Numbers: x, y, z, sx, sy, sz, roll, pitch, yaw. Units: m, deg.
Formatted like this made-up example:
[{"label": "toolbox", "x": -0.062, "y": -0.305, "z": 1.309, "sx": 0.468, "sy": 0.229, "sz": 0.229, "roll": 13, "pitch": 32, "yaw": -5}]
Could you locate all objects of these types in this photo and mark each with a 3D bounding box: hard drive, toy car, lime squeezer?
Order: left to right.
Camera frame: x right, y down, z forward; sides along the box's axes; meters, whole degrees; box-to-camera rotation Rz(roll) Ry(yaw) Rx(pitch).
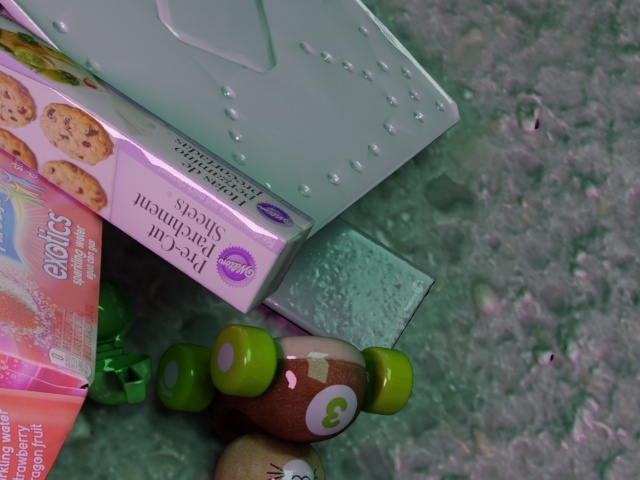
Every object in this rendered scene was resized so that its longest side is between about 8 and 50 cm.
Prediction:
[{"label": "lime squeezer", "x": -0.170, "y": 0.054, "z": 1.293, "sx": 0.059, "sy": 0.110, "sz": 0.310, "roll": -24, "pitch": 39, "yaw": -1}, {"label": "toy car", "x": -0.028, "y": 0.171, "z": 1.285, "sx": 0.155, "sy": 0.149, "sz": 0.188, "roll": 11, "pitch": 71, "yaw": -35}, {"label": "hard drive", "x": 0.013, "y": 0.035, "z": 1.404, "sx": 0.135, "sy": 0.022, "sz": 0.094, "roll": 32, "pitch": 81, "yaw": 4}]

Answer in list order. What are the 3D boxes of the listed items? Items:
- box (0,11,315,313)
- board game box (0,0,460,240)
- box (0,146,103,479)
[{"label": "box", "x": -0.158, "y": -0.069, "z": 1.199, "sx": 0.324, "sy": 0.067, "sz": 0.063, "roll": 34, "pitch": 23, "yaw": 8}, {"label": "board game box", "x": -0.100, "y": -0.174, "z": 1.402, "sx": 0.390, "sy": 0.050, "sz": 0.390, "roll": 47, "pitch": 34, "yaw": 3}, {"label": "box", "x": -0.236, "y": 0.049, "z": 1.141, "sx": 0.142, "sy": 0.154, "sz": 0.300, "roll": 22, "pitch": 25, "yaw": -17}]
